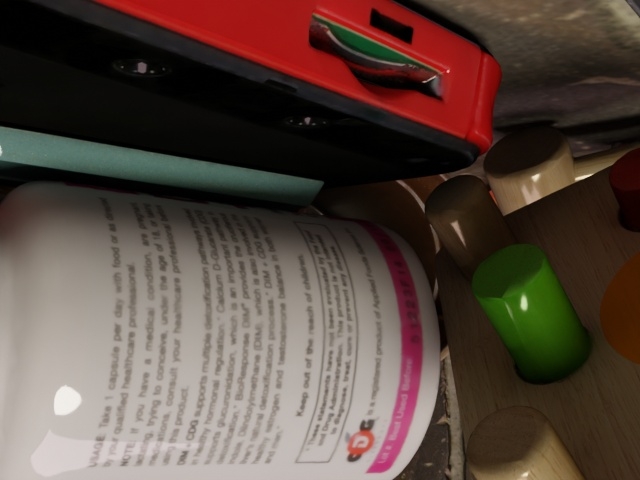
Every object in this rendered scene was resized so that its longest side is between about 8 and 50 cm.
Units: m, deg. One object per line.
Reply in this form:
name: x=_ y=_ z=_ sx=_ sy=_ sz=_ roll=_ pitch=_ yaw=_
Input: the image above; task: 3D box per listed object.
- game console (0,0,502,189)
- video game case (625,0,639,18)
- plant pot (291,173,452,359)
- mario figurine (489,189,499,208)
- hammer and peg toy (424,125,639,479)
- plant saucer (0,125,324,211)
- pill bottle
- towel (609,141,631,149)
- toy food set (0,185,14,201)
game console: x=-0.133 y=-0.079 z=0.474 sx=0.341 sy=0.060 sz=0.386 roll=-3 pitch=170 yaw=40
video game case: x=0.179 y=-0.137 z=0.226 sx=0.274 sy=0.035 sz=0.248 roll=-9 pitch=168 yaw=33
plant pot: x=0.010 y=0.020 z=0.743 sx=0.166 sy=0.167 sz=0.165 roll=4 pitch=175 yaw=-30
mario figurine: x=0.217 y=0.017 z=0.695 sx=0.198 sy=0.170 sz=0.320 roll=-21 pitch=-156 yaw=-29
hammer and peg toy: x=0.184 y=-0.005 z=0.479 sx=0.265 sy=0.361 sz=0.127 roll=-26 pitch=120 yaw=17
plant saucer: x=-0.094 y=-0.034 z=0.516 sx=0.192 sy=0.018 sz=0.067 roll=8 pitch=170 yaw=-34
pill bottle: x=-0.093 y=0.054 z=0.501 sx=0.283 sy=0.161 sz=0.160 roll=6 pitch=167 yaw=-29
towel: x=0.229 y=-0.004 z=0.597 sx=0.197 sy=0.144 sz=0.029 roll=12 pitch=142 yaw=53
toy food set: x=-0.266 y=-0.039 z=0.722 sx=0.082 sy=0.020 sz=0.083 roll=-7 pitch=168 yaw=28
